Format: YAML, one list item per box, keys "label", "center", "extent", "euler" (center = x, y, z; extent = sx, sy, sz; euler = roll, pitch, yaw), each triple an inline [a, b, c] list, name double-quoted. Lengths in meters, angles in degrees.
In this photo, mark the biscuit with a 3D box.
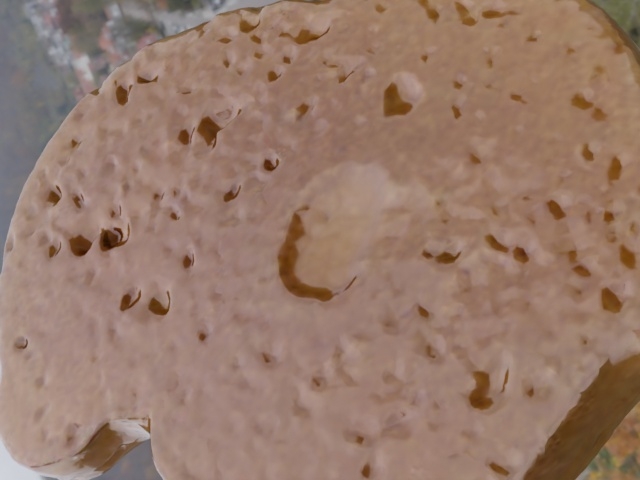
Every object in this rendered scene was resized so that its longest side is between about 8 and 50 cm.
- label: "biscuit"
  center: [0.000, 0.000, 0.612]
  extent: [0.455, 0.349, 0.078]
  euler: [8, 166, 31]
